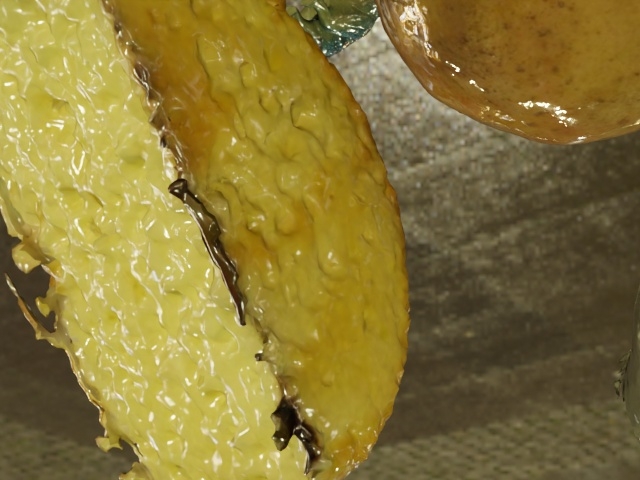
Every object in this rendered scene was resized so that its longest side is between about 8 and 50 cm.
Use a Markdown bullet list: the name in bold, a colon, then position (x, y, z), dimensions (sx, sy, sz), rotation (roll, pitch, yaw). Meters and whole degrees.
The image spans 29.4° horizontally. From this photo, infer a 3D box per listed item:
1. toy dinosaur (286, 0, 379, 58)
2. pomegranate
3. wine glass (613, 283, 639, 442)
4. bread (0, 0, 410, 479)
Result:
- **toy dinosaur**: position (0.011, -0.275, 1.521), dimensions (0.363, 0.076, 0.147), rotation (-36, 137, 11)
- **pomegranate**: position (0.161, -0.200, 0.746), dimensions (0.281, 0.281, 0.281), rotation (1, 152, 1)
- **wine glass**: position (0.174, 0.023, 0.463), dimensions (0.103, 0.103, 0.222), rotation (0, 149, 3)
- **bread**: position (-0.049, -0.013, 0.546), dimensions (0.147, 0.260, 0.160), rotation (-27, -179, -41)
